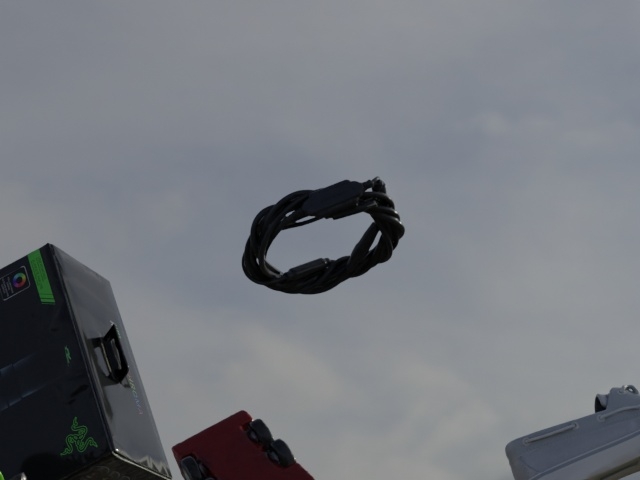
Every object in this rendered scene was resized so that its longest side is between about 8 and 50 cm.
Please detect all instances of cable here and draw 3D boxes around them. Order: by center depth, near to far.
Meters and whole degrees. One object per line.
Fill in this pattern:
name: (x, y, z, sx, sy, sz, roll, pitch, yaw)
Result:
cable: (0.000, 0.000, 1.804, 0.184, 0.047, 0.150, -24, -38, -2)

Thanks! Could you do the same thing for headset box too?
headset box: (-0.310, 0.175, 1.633, 0.283, 0.246, 0.131, -27, -28, 12)

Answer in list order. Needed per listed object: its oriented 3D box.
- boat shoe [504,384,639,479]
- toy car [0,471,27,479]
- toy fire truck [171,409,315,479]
boat shoe: (0.224, 0.141, 1.209, 0.184, 0.063, 0.066, -24, -24, -9)
toy car: (-0.287, 0.242, 1.427, 0.053, 0.225, 0.239, -29, -39, -20)
toy fire truck: (-0.021, 0.159, 0.803, 0.047, 0.135, 0.192, -28, 29, -17)
